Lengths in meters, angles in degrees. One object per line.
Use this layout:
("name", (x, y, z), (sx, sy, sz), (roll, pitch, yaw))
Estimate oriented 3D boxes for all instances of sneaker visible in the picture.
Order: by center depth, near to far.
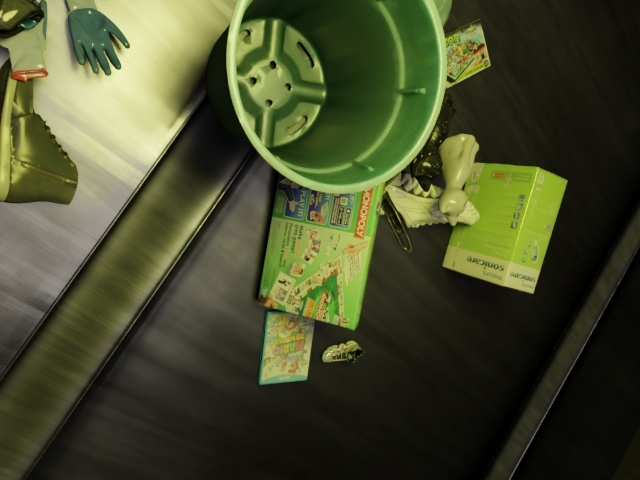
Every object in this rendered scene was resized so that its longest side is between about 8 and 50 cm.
("sneaker", (-0.449, -0.377, 0.690), (0.121, 0.079, 0.217), (29, 61, -33))
("sneaker", (-0.453, -0.167, 0.766), (0.118, 0.083, 0.222), (5, 89, -51))
("sneaker", (0.058, 0.268, 1.124), (0.098, 0.069, 0.038), (-19, 108, -24))
("sneaker", (0.246, -0.081, 1.143), (0.291, 0.110, 0.119), (18, 99, -22))

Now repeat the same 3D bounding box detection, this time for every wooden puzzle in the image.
("wooden puzzle", (0.010, -0.394, 0.993), (0.078, 0.014, 0.116), (39, 82, -29))

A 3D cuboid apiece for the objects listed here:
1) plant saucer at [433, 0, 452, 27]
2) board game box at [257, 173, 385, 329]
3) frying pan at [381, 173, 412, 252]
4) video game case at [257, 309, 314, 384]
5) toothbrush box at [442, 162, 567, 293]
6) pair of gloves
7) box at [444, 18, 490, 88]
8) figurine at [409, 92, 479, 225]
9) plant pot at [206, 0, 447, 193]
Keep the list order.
("plant saucer", (0.230, -0.551, 1.066), (0.194, 0.037, 0.195), (-6, 102, -27))
("board game box", (0.000, 0.000, 0.973), (0.213, 0.046, 0.318), (12, 97, 15))
("frying pan", (0.084, -0.129, 0.996), (0.053, 0.197, 0.327), (-29, 117, -62))
("video game case", (-0.075, 0.237, 1.078), (0.119, 0.015, 0.167), (3, 99, -29))
("toothbrush box", (0.449, -0.037, 1.194), (0.122, 0.206, 0.284), (15, 92, -30))
("pair of gloves", (-0.405, -0.324, 0.747), (0.198, 0.023, 0.160), (-16, 84, -32))
("box", (0.304, -0.427, 1.131), (0.206, 0.036, 0.114), (-31, 113, -19))
("figurine", (0.257, -0.162, 1.019), (0.215, 0.092, 0.210), (42, 52, -39))
("plant pot", (-0.033, -0.270, 0.804), (0.340, 0.334, 0.342), (-7, 106, -25))
